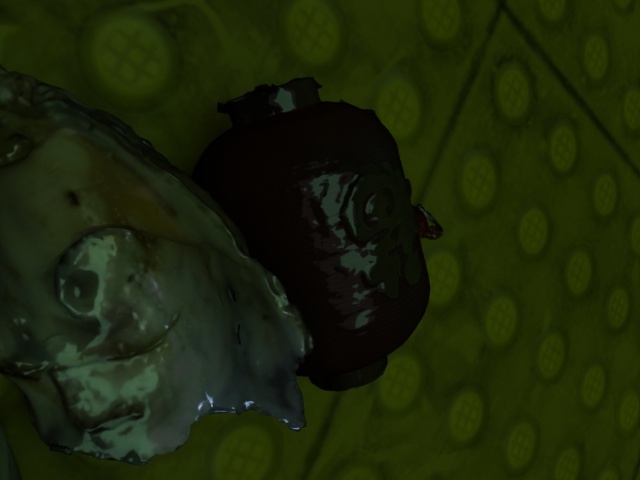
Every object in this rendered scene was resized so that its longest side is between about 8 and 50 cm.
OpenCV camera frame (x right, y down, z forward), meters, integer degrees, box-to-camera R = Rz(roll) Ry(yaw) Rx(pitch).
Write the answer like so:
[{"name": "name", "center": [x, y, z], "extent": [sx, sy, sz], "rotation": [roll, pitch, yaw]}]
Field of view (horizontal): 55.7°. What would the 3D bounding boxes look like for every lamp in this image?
[{"name": "lamp", "center": [0.000, 0.000, 0.487], "extent": [0.180, 0.180, 0.257], "rotation": [-26, 107, -32]}]

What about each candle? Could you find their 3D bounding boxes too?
[{"name": "candle", "center": [0.066, -0.028, 0.620], "extent": [0.162, 0.048, 0.053], "rotation": [19, 111, -34]}]

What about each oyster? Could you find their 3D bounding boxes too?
[{"name": "oyster", "center": [-0.139, 0.026, 0.411], "extent": [0.276, 0.100, 0.270], "rotation": [6, 97, -6]}]

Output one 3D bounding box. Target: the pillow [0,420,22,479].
[{"name": "pillow", "center": [-0.233, 0.143, 0.368], "extent": [0.051, 0.128, 0.229], "rotation": [-10, 102, 7]}]
